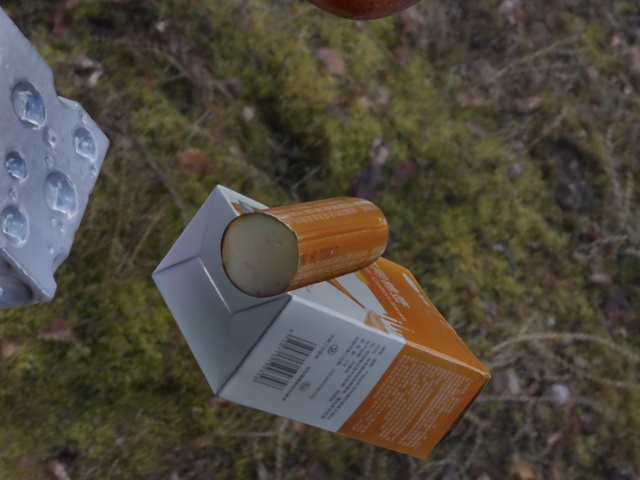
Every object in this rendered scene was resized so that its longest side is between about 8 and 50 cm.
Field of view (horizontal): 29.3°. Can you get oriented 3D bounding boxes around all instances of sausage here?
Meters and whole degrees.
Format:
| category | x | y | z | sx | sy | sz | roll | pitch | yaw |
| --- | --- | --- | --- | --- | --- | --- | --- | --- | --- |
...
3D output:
| category | x | y | z | sx | sy | sz | roll | pitch | yaw |
| --- | --- | --- | --- | --- | --- | --- | --- | --- | --- |
| sausage | 0.000 | 0.000 | 1.045 | 0.071 | 0.071 | 0.234 | 62 | 24 | 7 |

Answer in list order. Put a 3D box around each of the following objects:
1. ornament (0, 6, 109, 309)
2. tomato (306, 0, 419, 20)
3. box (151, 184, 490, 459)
| category | x | y | z | sx | sy | sz | roll | pitch | yaw |
| --- | --- | --- | --- | --- | --- | --- | --- | --- | --- |
| ornament | -0.415 | -0.078 | 1.323 | 0.239 | 0.240 | 0.239 | 56 | 35 | -41 |
| tomato | 0.039 | -0.331 | 1.198 | 0.232 | 0.188 | 0.232 | 13 | 46 | -14 |
| box | 0.006 | 0.100 | 1.403 | 0.341 | 0.143 | 0.225 | 25 | 20 | -40 |
